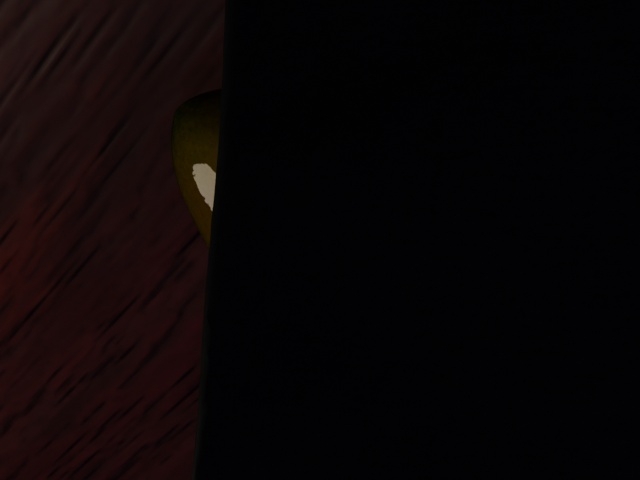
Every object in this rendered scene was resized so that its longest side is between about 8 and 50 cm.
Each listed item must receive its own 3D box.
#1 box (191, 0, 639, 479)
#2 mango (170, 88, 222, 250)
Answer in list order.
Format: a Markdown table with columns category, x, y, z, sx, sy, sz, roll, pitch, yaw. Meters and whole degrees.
| category | x | y | z | sx | sy | sz | roll | pitch | yaw |
| --- | --- | --- | --- | --- | --- | --- | --- | --- | --- |
| box | 0.147 | -0.002 | 0.506 | 0.251 | 0.204 | 0.345 | 2 | 175 | 22 |
| mango | 0.005 | 0.001 | 0.789 | 0.111 | 0.089 | 0.163 | -9 | 127 | 33 |
